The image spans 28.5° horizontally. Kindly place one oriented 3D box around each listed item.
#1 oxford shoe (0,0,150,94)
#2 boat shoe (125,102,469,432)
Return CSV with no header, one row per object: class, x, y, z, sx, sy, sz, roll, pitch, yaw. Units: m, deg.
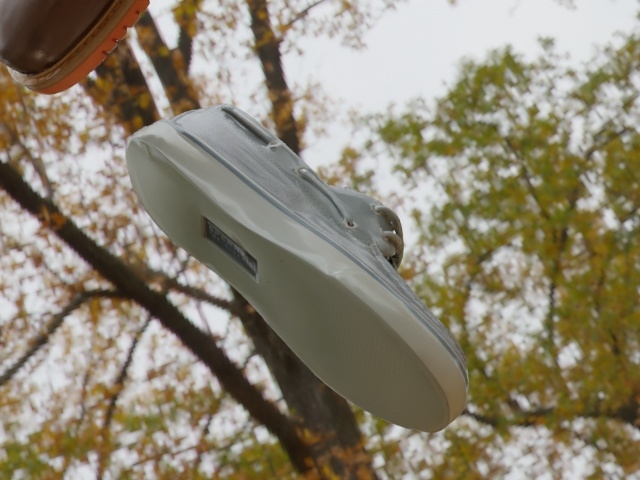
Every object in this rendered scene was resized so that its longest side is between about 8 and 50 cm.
oxford shoe,-0.114,-0.250,0.608,0.132,0.130,0.364,9,-73,-41
boat shoe,0.000,0.000,0.636,0.081,0.227,0.079,-35,-29,-31
